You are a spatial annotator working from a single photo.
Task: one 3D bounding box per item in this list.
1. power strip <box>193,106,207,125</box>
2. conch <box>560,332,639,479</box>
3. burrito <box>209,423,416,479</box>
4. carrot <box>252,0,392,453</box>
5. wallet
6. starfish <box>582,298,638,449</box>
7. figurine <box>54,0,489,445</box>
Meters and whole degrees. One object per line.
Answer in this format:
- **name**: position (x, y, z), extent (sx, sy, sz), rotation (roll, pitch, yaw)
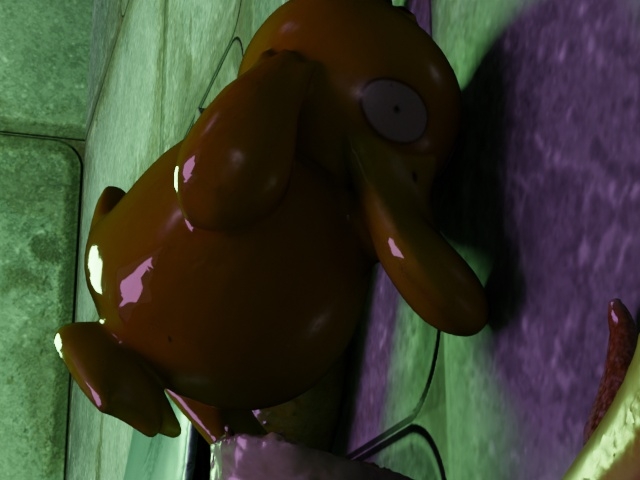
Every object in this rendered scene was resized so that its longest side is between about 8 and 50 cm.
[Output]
- **power strip**: position (-0.066, -0.080, 1.132), extent (0.175, 0.075, 0.042), rotation (-119, 35, -63)
- **conch**: position (0.112, 0.021, 0.333), extent (0.330, 0.093, 0.109), rotation (-42, 25, 42)
- **burrito**: position (-0.002, 0.231, 0.698), extent (0.105, 0.143, 0.299), rotation (7, 97, 31)
- **carrot**: position (0.000, 0.000, 0.887), extent (0.074, 0.074, 0.359), rotation (-134, 54, -70)
- **wallet**: position (-0.140, 0.150, 1.375), extent (0.251, 0.054, 0.291), rotation (148, 131, -66)
- **starfish**: position (0.111, 0.115, 0.457), extent (0.238, 0.057, 0.213), rotation (-105, 32, -50)
- **figurine**: position (-0.022, -0.009, 0.714), extent (0.228, 0.215, 0.215), rotation (-30, 40, 16)
